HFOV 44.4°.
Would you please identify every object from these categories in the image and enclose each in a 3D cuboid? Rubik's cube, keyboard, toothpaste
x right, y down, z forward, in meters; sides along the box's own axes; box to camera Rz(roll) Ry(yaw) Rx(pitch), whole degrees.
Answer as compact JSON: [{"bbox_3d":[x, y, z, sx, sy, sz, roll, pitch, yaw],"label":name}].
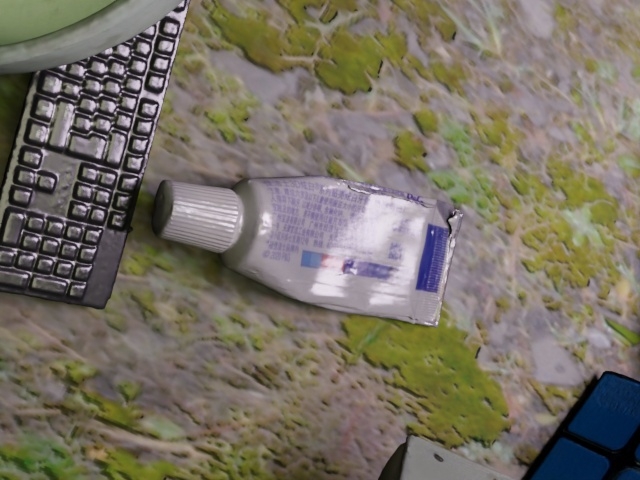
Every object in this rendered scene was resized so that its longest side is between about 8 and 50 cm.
[{"bbox_3d":[0.324,0.253,0.725,0.180,0.183,0.167,45,78,-22],"label":"Rubik's cube"},{"bbox_3d":[-0.154,-0.107,0.556,0.100,0.018,0.310,15,90,-34],"label":"keyboard"},{"bbox_3d":[0.001,-0.001,0.631,0.282,0.068,0.099,12,120,-34],"label":"toothpaste"}]

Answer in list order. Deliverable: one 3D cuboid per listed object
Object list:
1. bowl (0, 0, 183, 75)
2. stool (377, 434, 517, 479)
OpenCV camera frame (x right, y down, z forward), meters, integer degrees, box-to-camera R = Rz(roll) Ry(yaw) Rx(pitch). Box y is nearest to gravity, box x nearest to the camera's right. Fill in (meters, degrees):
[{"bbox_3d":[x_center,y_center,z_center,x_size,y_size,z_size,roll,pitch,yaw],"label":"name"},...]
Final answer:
[{"bbox_3d":[-0.176,-0.237,0.441,0.307,0.163,0.307,0,90,-1],"label":"bowl"},{"bbox_3d":[0.127,0.324,0.560,0.269,0.170,0.244,22,109,5],"label":"stool"}]
